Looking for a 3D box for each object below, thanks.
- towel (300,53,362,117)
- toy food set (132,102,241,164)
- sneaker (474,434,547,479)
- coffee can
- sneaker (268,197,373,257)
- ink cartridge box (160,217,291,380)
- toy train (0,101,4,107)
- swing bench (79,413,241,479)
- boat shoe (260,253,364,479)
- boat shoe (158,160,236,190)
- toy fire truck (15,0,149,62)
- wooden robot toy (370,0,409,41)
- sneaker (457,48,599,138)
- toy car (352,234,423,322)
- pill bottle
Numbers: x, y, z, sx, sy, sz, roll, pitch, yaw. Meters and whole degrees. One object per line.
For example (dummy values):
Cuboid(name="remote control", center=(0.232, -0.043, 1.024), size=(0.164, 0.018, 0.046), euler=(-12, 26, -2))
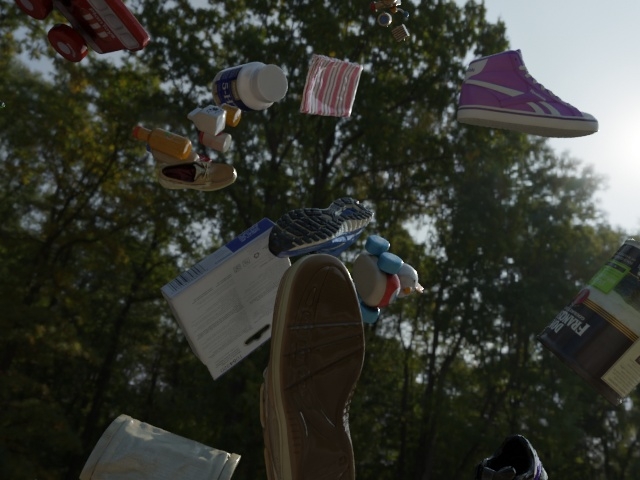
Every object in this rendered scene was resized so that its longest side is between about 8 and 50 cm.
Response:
Cuboid(name="towel", center=(0.032, -0.381, 1.588), size=(0.029, 0.144, 0.197), euler=(27, 22, 35))
Cuboid(name="toy food set", center=(-0.253, -0.202, 1.218), size=(0.105, 0.232, 0.111), euler=(22, -52, 10))
Cuboid(name="sneaker", center=(0.294, 0.458, 1.100), size=(0.102, 0.293, 0.146), euler=(10, -46, 39))
Cuboid(name="coffee can", center=(0.606, 0.164, 1.275), size=(0.275, 0.201, 0.201), euler=(-49, -52, 5))
Cuboid(name="sneaker", center=(0.000, 0.000, 1.583), size=(0.130, 0.330, 0.147), euler=(39, -54, 30))
Cuboid(name="ink cartridge box", center=(-0.212, 0.154, 1.639), size=(0.071, 0.324, 0.330), euler=(34, -30, 39))
Cuboid(name="toy train", center=(-0.884, -0.378, 1.687), size=(0.083, 0.017, 0.024), euler=(24, -22, -23))
Cuboid(name="swing bench", center=(-0.317, 0.501, 1.195), size=(0.253, 0.254, 0.165), euler=(17, 7, 4))
Cuboid(name="boat shoe", center=(-0.027, 0.181, 0.768), size=(0.122, 0.341, 0.110), euler=(-3, 9, -36))
Cuboid(name="boat shoe", center=(-0.212, -0.113, 1.096), size=(0.135, 0.050, 0.045), euler=(-7, -12, -12))
Cuboid(name="toy fire truck", center=(-0.573, -0.581, 1.523), size=(0.254, 0.169, 0.302), euler=(5, -37, 40))
Cuboid(name="wooden robot toy", center=(0.141, -0.514, 1.366), size=(0.076, 0.079, 0.173), euler=(-9, -72, 19))
Cuboid(name="sneaker", center=(0.422, -0.295, 1.251), size=(0.282, 0.161, 0.102), euler=(10, -1, -4))
Cuboid(name="toy car", center=(0.233, 0.132, 1.984), size=(0.238, 0.210, 0.219), euler=(11, -66, -24))
Cuboid(name="pill bottle", center=(-0.167, -0.363, 1.505), size=(0.112, 0.112, 0.187), euler=(35, -18, -36))
